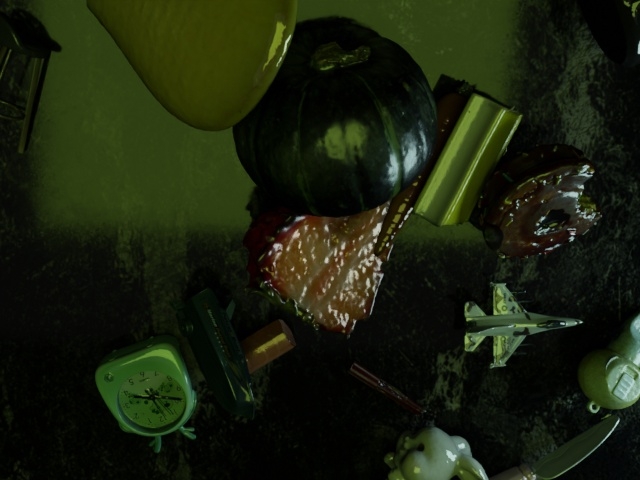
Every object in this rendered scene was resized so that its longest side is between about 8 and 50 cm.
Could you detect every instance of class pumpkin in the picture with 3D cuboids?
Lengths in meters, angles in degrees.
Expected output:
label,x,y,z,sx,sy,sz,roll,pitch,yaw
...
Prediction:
label,x,y,z,sx,sy,sz,roll,pitch,yaw
pumpkin,0.021,-0.185,1.365,0.323,0.323,0.241,-15,130,1

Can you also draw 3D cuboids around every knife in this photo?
label,x,y,z,sx,sy,sz,roll,pitch,yaw
knife,0.429,0.430,1.699,0.336,0.081,0.043,-33,109,7

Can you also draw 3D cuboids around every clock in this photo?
label,x,y,z,sx,sy,sz,roll,pitch,yaw
clock,-0.305,0.286,1.619,0.159,0.066,0.211,-18,108,2

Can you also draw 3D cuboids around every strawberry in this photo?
label,x,y,z,sx,sy,sz,roll,pitch,yaw
strawberry,-0.016,0.001,1.511,0.253,0.150,0.280,18,92,-33

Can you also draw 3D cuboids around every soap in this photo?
label,x,y,z,sx,sy,sz,roll,pitch,yaw
soap,-0.186,-0.353,1.305,0.115,0.427,0.306,7,126,-52

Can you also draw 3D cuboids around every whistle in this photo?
label,x,y,z,sx,sy,sz,roll,pitch,yaw
whistle,0.552,0.221,1.646,0.123,0.123,0.223,35,81,-13

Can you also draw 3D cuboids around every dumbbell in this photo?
label,x,y,z,sx,sy,sz,roll,pitch,yaw
dumbbell,0.581,-0.427,1.385,0.322,0.204,0.204,-25,107,5

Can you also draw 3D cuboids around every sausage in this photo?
label,x,y,z,sx,sy,sz,roll,pitch,yaw
sausage,-0.130,0.207,1.610,0.169,0.065,0.065,-32,106,6

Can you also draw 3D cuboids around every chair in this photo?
label,x,y,z,sx,sy,sz,roll,pitch,yaw
chair,-0.501,-0.249,1.436,0.095,0.104,0.222,9,113,-33

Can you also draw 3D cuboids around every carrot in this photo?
label,x,y,z,sx,sy,sz,roll,pitch,yaw
carrot,0.168,-0.123,1.487,0.069,0.069,0.336,31,83,-12

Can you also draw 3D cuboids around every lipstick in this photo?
label,x,y,z,sx,sy,sz,roll,pitch,yaw
lipstick,0.124,0.279,1.666,0.176,0.027,0.027,34,102,-14

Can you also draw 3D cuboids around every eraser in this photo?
label,x,y,z,sx,sy,sz,roll,pitch,yaw
eraser,0.249,-0.132,1.476,0.069,0.158,0.226,32,105,21

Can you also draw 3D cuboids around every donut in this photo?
label,x,y,z,sx,sy,sz,roll,pitch,yaw
donut,0.365,-0.066,1.503,0.216,0.096,0.230,-32,142,16

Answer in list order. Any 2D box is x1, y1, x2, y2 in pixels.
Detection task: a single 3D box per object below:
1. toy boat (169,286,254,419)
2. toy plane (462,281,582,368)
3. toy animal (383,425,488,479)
label,x,y,z,sx,sy,sz,roll,pitch,yaw
toy boat,-0.170,0.198,1.543,0.103,0.093,0.246,-17,74,-34
toy plane,0.356,0.151,1.621,0.234,0.082,0.160,-3,97,-18
toy animal,0.203,0.450,1.668,0.178,0.127,0.193,29,102,-14
